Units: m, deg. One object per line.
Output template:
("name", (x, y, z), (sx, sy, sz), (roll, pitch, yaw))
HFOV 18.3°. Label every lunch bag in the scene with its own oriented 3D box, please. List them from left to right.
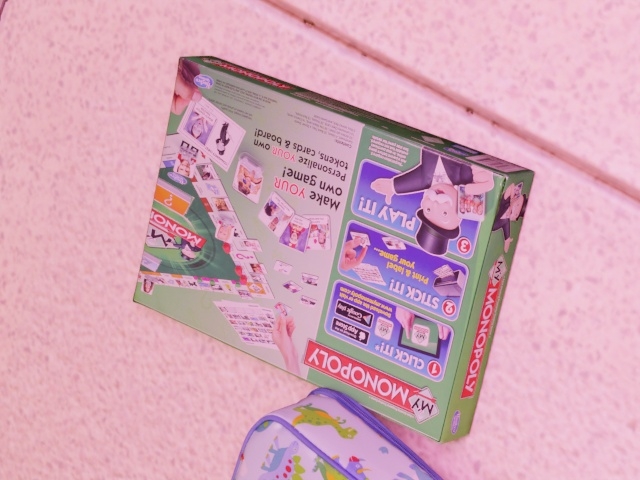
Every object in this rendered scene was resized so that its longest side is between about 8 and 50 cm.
("lunch bag", (0.008, 0.240, 1.523), (0.176, 0.090, 0.219), (37, 126, 26))

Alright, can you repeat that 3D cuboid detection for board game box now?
("board game box", (0.000, 0.000, 1.547), (0.317, 0.046, 0.213), (23, 109, 32))
